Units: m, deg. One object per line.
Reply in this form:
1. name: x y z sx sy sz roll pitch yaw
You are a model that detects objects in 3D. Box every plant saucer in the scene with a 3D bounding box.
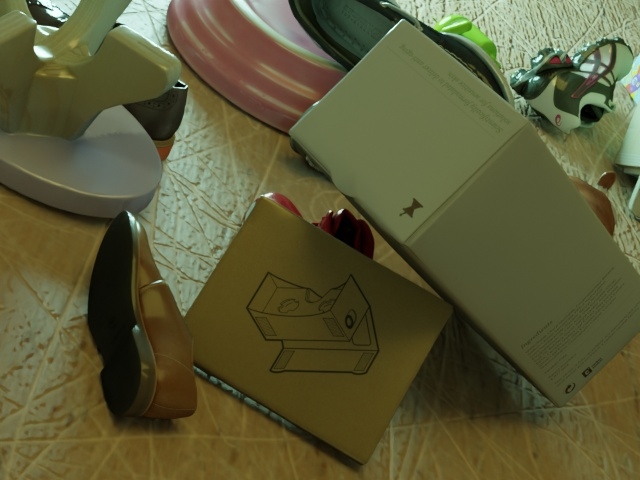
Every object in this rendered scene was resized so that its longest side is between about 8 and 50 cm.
1. plant saucer: -0.022 -0.240 1.850 0.332 0.084 0.332 23 30 -14

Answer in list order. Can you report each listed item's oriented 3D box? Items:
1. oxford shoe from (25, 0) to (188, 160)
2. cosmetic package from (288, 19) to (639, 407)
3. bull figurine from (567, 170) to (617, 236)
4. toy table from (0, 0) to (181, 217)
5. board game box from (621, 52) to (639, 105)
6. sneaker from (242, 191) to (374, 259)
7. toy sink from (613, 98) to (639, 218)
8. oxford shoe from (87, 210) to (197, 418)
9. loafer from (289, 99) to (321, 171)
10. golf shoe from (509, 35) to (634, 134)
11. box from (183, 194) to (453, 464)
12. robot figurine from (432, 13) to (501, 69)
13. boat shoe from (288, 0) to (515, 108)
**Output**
1. oxford shoe: -0.235 -0.200 1.578 0.271 0.098 0.097 41 31 18
2. cosmetic package: 0.153 -0.014 1.413 0.197 0.155 0.365 47 1 40
3. bull figurine: 0.269 -0.013 1.750 0.188 0.101 0.310 20 28 -10
4. toy table: -0.252 -0.163 1.420 0.274 0.161 0.252 27 37 1
5. board game box: 0.597 -0.203 2.294 0.144 0.142 0.275 14 34 -28
6. sneaker: 0.000 0.000 1.452 0.087 0.128 0.221 11 36 -32
7. toy sink: 0.504 -0.124 2.071 0.152 0.234 0.131 20 1 -12
8. oxford shoe: -0.148 0.066 1.283 0.076 0.076 0.212 16 43 -33
9. loafer: 0.083 -0.094 1.708 0.251 0.094 0.087 11 31 -31
10. golf shoe: 0.380 -0.218 2.190 0.273 0.105 0.120 -19 71 -47
11. box: -0.008 0.076 1.331 0.201 0.021 0.164 31 74 1
12. robot figurine: 0.199 -0.268 2.108 0.115 0.067 0.101 49 7 30
13. boat shoe: 0.084 -0.206 1.712 0.302 0.114 0.091 37 29 28
